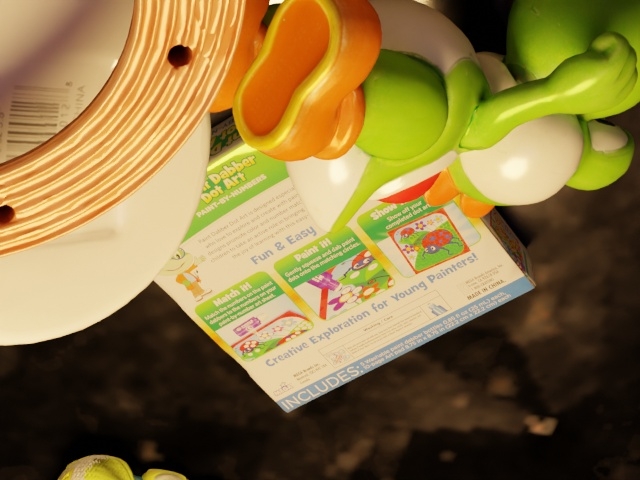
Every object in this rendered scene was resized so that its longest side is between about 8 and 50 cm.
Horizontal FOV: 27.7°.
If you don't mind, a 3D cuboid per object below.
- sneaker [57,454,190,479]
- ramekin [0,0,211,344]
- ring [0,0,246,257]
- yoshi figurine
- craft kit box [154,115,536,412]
[{"bbox_3d":[-0.154,0.275,1.232,0.240,0.091,0.126,32,140,-23],"label":"sneaker"},{"bbox_3d":[-0.205,-0.067,0.833,0.277,0.135,0.277,-12,113,-31],"label":"ramekin"},{"bbox_3d":[-0.202,-0.122,0.647,0.336,0.032,0.337,-11,133,-12],"label":"ring"},{"bbox_3d":[0.095,-0.125,0.832,0.362,0.204,0.203,6,159,-43],"label":"yoshi figurine"},{"bbox_3d":[0.000,0.000,1.023,0.250,0.061,0.246,-29,125,20],"label":"craft kit box"}]
